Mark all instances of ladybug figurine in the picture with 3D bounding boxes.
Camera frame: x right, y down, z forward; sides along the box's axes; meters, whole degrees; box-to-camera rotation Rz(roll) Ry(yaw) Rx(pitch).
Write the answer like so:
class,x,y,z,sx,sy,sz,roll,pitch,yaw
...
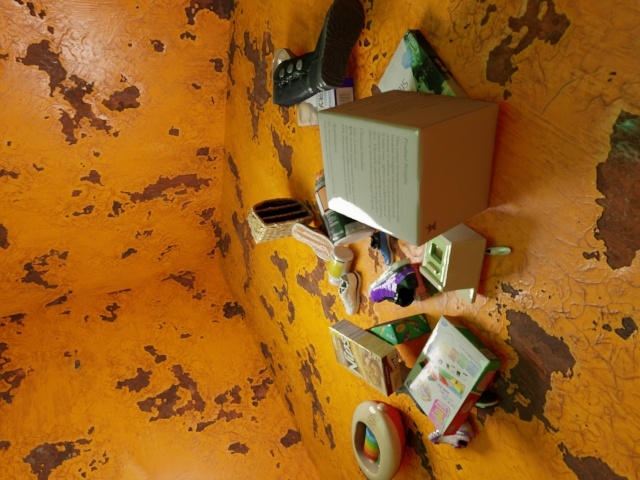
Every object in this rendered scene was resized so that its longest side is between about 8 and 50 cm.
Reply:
class,x,y,z,sx,sy,sz,roll,pitch,yaw
ladybug figurine,0.273,0.897,2.019,0.305,0.162,0.448,44,138,46

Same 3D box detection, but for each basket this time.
class,x,y,z,sx,sy,sz,roll,pitch,yaw
basket,-0.217,-0.140,2.356,0.213,0.299,0.223,70,154,17

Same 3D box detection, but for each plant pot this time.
class,x,y,z,sx,sy,sz,roll,pitch,yaw
plant pot,-0.138,-0.795,2.135,0.237,0.110,0.237,36,132,52

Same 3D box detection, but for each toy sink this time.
class,x,y,z,sx,sy,sz,roll,pitch,yaw
toy sink,0.410,0.076,1.417,0.152,0.131,0.234,-122,29,-60

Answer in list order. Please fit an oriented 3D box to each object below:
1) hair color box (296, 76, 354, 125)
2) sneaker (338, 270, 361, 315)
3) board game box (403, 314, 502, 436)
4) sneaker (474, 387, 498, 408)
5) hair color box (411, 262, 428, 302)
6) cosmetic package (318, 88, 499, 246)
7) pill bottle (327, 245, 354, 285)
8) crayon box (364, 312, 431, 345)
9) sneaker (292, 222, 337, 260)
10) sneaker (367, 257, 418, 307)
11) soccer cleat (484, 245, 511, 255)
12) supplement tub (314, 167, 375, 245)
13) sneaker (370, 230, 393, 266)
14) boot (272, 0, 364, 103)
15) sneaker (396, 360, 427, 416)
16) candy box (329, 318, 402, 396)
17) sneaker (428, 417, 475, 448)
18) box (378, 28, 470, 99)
class,x,y,z,sx,sy,sz,roll,pitch,yaw
hair color box,0.014,-0.597,1.939,0.339,0.110,0.185,22,120,59
sneaker,0.129,0.254,2.095,0.090,0.095,0.234,33,131,51
board game box,0.431,0.450,1.503,0.242,0.064,0.316,50,123,52
sneaker,0.496,0.473,1.507,0.235,0.084,0.097,30,126,55
hair color box,0.351,0.164,1.693,0.072,0.043,0.141,-39,66,60
cosmetic package,0.248,-0.237,1.321,0.394,0.328,0.329,29,134,45
pill bottle,0.090,0.123,2.099,0.103,0.103,0.184,53,143,39
crayon box,0.283,0.365,1.773,0.278,0.166,0.081,-36,69,61
sneaker,0.000,0.000,2.239,0.302,0.121,0.108,36,112,28
sneaker,0.278,0.197,1.686,0.146,0.102,0.293,65,152,24
soccer cleat,0.525,0.032,1.320,0.083,0.036,0.029,1,102,62
supplement tub,0.093,-0.151,1.884,0.193,0.194,0.315,-38,67,60
sneaker,0.242,0.037,1.799,0.058,0.085,0.152,4,105,61
boot,-0.031,-0.748,1.814,0.445,0.146,0.366,11,81,62
sneaker,0.390,0.570,1.728,0.297,0.129,0.110,35,131,28
candy box,0.172,0.450,1.746,0.317,0.088,0.182,19,126,52
sneaker,0.485,0.716,1.631,0.104,0.095,0.236,54,144,24
box,0.324,-0.486,1.455,0.321,0.059,0.232,63,149,22
